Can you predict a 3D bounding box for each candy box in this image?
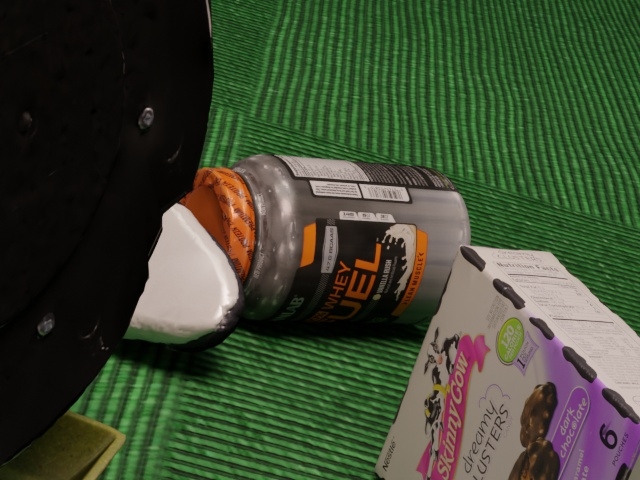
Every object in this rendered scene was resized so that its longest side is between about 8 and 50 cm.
[{"bbox_3d":[0.123,0.120,0.952,0.070,0.164,0.196,5,26,-30],"label":"candy box"}]

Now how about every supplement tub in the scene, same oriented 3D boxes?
[{"bbox_3d":[0.000,0.000,1.197,0.190,0.117,0.117,2,27,-30],"label":"supplement tub"}]

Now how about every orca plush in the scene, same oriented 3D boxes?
[{"bbox_3d":[-0.177,0.009,1.139,0.287,0.102,0.151,11,67,10],"label":"orca plush"}]

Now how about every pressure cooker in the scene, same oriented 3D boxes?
[{"bbox_3d":[-0.310,-0.094,0.793,0.420,0.375,0.370,19,1,29],"label":"pressure cooker"}]

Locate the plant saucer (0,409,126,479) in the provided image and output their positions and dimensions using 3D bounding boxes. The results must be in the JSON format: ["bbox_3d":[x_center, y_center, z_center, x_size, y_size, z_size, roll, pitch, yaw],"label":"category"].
[{"bbox_3d":[-0.219,0.123,0.859,0.188,0.045,0.188,20,23,7],"label":"plant saucer"}]
